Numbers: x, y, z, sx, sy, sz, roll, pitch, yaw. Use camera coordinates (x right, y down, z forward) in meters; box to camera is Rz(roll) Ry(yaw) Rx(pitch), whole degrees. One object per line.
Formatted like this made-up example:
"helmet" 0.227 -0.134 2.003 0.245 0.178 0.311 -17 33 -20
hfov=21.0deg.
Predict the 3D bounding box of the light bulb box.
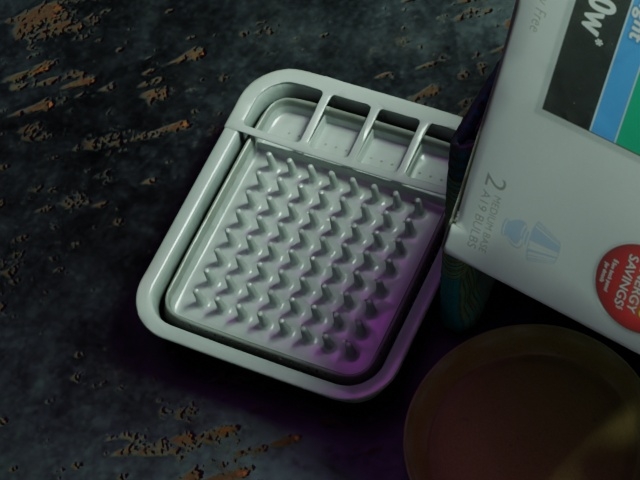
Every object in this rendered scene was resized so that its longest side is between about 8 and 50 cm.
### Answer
"light bulb box" 0.311 -0.148 1.396 0.225 0.358 0.361 28 33 22

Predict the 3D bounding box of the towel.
"towel" 0.185 -0.091 1.587 0.040 0.370 0.271 26 68 14

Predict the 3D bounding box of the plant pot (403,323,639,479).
"plant pot" 0.196 0.189 1.613 0.236 0.032 0.236 -4 60 7

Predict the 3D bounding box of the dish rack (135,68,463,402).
"dish rack" 0.000 0.000 1.738 0.285 0.072 0.333 18 64 19
